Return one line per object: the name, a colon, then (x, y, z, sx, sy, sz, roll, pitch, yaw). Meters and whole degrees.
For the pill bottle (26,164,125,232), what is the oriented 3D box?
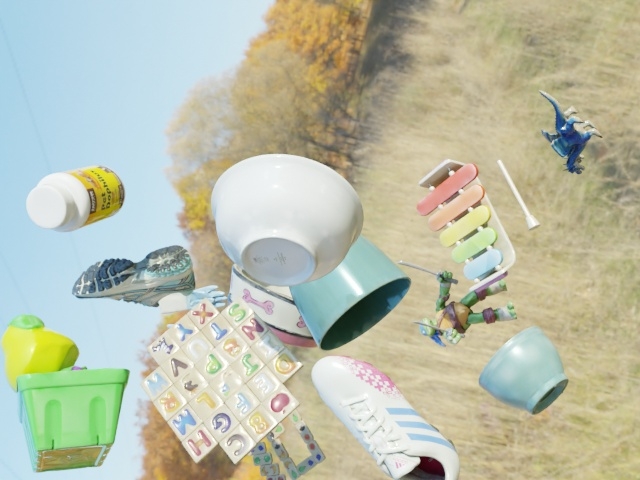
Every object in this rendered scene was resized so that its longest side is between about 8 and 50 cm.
pill bottle: (-0.489, -0.084, 1.388, 0.215, 0.117, 0.117, -48, -27, -73)

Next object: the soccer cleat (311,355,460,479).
soccer cleat: (0.117, 0.335, 1.232, 0.116, 0.331, 0.143, -51, 2, 24)

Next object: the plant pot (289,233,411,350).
plant pot: (0.049, 0.105, 1.808, 0.293, 0.235, 0.293, -32, -22, -15)

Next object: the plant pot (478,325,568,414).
plant pot: (0.718, 0.468, 2.377, 0.196, 0.293, 0.293, 47, 140, 33)

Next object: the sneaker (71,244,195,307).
sneaker: (-0.417, 0.108, 1.566, 0.110, 0.282, 0.122, -94, -8, -53)

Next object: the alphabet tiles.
alphabet tiles: (-0.210, 0.281, 1.449, 0.285, 0.342, 0.011, -41, -31, -11)

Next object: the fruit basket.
fruit basket: (-0.627, 0.352, 1.688, 0.392, 0.282, 0.393, -179, 90, -67)

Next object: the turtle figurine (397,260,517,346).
turtle figurine: (0.376, 0.174, 1.872, 0.198, 0.266, 0.275, -86, -26, -63)

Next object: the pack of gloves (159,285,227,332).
pack of gloves: (-0.401, 0.242, 2.256, 0.046, 0.231, 0.195, -52, -43, -78)

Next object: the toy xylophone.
toy xylophone: (0.369, -0.055, 1.640, 0.236, 0.081, 0.323, -50, 60, 40)

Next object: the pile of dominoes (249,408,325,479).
pile of dominoes: (-0.128, 0.521, 1.833, 0.196, 0.251, 0.040, -41, -21, 16)

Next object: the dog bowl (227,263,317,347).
dog bowl: (-0.125, 0.219, 2.300, 0.408, 0.407, 0.151, -79, 11, -85)

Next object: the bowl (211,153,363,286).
bowl: (-0.070, -0.008, 1.300, 0.298, 0.297, 0.134, 104, 175, -47)

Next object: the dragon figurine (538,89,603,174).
dragon figurine: (0.666, -0.286, 1.904, 0.144, 0.289, 0.085, -45, 36, 29)
